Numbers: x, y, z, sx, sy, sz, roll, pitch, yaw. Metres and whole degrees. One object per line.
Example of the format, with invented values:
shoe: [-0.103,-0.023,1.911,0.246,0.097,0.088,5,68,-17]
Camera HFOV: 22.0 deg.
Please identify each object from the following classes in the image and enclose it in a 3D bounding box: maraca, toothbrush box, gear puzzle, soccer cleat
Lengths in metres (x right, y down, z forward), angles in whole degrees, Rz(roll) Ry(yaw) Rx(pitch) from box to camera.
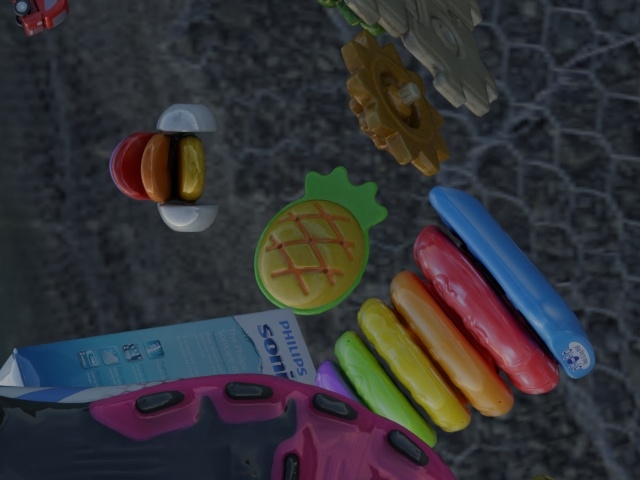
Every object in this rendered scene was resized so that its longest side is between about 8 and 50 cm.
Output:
maraca: [0.000,0.000,1.901,0.127,0.099,0.186,28,73,7]
toothbrush box: [-0.134,0.197,1.495,0.126,0.295,0.216,-46,60,49]
gear puzzle: [0.034,-0.151,0.984,0.044,0.175,0.339,-33,38,24]
soccer cleat: [-0.095,0.129,0.839,0.143,0.331,0.116,117,158,-69]

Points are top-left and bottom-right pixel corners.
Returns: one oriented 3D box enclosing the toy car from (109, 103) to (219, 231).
toy car: [-0.198,-0.093,2.079,0.182,0.136,0.159,-149,58,-82]

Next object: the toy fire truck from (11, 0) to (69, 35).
toy fire truck: [-0.317,-0.344,1.904,0.192,0.135,0.047,65,169,8]

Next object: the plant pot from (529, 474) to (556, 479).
plant pot: [0.126,0.178,0.909,0.081,0.081,0.083,28,90,0]

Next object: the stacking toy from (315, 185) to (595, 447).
stacking toy: [0.055,0.117,1.323,0.302,0.175,0.166,-38,63,2]
